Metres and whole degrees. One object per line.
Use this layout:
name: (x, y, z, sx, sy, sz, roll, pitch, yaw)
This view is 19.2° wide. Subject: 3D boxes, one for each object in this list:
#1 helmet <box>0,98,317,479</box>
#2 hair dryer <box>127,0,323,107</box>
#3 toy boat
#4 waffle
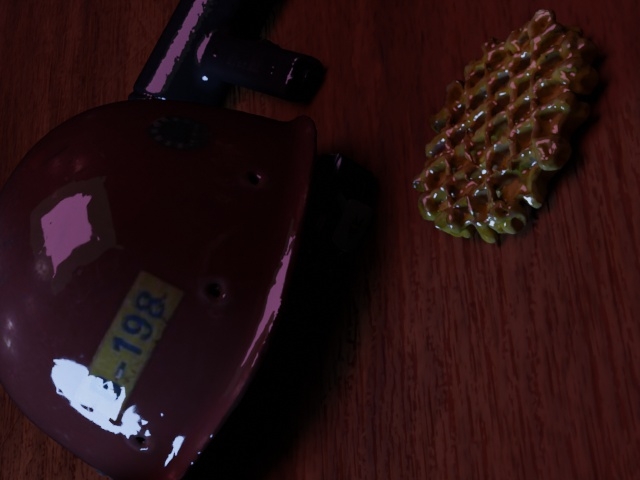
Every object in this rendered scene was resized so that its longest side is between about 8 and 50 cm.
helmet: (-0.175, 0.031, 1.589, 0.385, 0.230, 0.337, -60, 15, 24)
hair dryer: (-0.070, -0.182, 1.831, 0.251, 0.089, 0.197, 29, 90, 54)
toy boat: (0.000, 0.000, 1.554, 0.060, 0.055, 0.141, 18, 84, 39)
waffle: (0.136, -0.082, 1.401, 0.191, 0.038, 0.191, -42, 34, 37)
